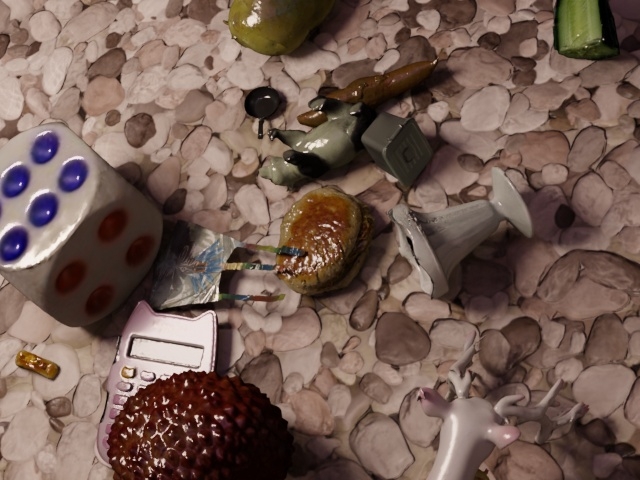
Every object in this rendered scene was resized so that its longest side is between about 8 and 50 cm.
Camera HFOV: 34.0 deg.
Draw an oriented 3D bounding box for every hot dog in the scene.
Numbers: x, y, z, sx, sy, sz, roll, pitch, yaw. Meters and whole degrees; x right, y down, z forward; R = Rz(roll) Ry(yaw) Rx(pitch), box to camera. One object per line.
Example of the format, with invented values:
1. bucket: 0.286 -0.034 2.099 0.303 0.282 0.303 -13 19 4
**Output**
1. hot dog: -0.502 0.214 1.831 0.090 0.034 0.030 17 74 22

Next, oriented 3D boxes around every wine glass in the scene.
1. wine glass: 0.222 -0.016 1.649 0.196 0.165 0.165 -26 62 -4

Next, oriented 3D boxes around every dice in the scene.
1. dice: -0.435 -0.028 1.795 0.243 0.251 0.259 37 82 28

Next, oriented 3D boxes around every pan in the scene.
1. pan: -0.106 -0.229 1.910 0.068 0.023 0.115 -6 63 14

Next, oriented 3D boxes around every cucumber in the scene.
1. cucumber: 0.455 -0.370 1.770 0.085 0.115 0.193 12 57 -25

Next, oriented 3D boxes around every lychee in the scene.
1. lychee: -0.171 0.323 1.551 0.300 0.264 0.264 40 83 24

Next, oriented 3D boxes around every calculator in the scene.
1. calculator: -0.268 0.252 1.742 0.194 0.043 0.294 7 73 19

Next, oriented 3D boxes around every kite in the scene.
1. kite: -0.170 0.058 1.773 0.309 0.015 0.169 9 70 37

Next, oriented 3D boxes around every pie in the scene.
1. pie: 0.000 0.000 1.749 0.163 0.079 0.194 14 74 27

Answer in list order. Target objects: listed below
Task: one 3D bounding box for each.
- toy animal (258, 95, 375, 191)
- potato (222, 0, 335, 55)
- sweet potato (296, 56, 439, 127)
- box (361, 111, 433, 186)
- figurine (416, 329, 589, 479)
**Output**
1. toy animal: -0.006 -0.164 1.800 0.225 0.121 0.094 -34 53 6
2. potato: -0.063 -0.447 1.933 0.169 0.143 0.248 36 73 -11
3. sweet potato: 0.085 -0.260 1.843 0.273 0.067 0.067 -23 62 10
4. box: 0.127 -0.158 1.758 0.069 0.122 0.084 32 78 39
5. figurine: 0.199 0.286 1.489 0.206 0.284 0.316 41 108 18
